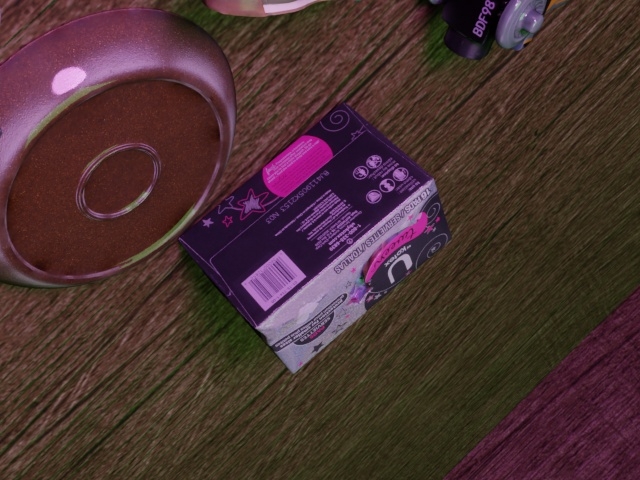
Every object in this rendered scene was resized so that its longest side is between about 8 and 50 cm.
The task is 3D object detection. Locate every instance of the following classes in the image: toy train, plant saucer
[{"bbox_3d":[0.233,-0.343,1.013,0.190,0.142,0.333,-28,147,-44],"label":"toy train"},{"bbox_3d":[-0.196,-0.065,0.908,0.311,0.050,0.310,-30,146,-23],"label":"plant saucer"}]

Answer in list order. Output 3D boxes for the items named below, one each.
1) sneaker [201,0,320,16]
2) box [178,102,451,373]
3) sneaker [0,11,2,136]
[{"bbox_3d":[-0.007,-0.233,0.770,0.192,0.064,0.086,-17,133,-34],"label":"sneaker"},{"bbox_3d":[0.000,0.000,1.110,0.247,0.163,0.142,-41,148,-7],"label":"box"},{"bbox_3d":[-0.283,-0.051,0.674,0.163,0.086,0.226,127,-19,-50],"label":"sneaker"}]
